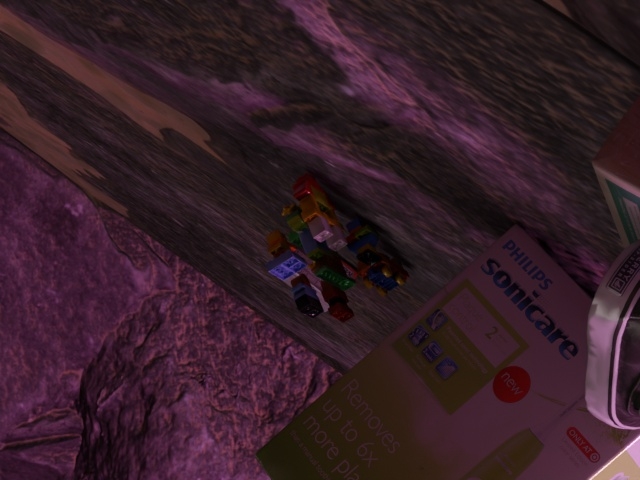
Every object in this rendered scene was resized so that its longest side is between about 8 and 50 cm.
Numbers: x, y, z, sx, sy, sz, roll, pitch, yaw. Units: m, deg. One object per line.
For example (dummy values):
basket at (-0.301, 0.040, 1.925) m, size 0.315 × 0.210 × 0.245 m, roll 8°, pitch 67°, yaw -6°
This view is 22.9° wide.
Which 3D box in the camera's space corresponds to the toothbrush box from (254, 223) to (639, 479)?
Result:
toothbrush box at (0.126, 0.164, 1.240) m, size 0.206 × 0.283 × 0.122 m, roll 50°, pitch -179°, yaw 35°

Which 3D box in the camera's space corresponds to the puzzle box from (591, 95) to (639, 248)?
puzzle box at (0.318, 0.080, 0.930) m, size 0.272 × 0.052 × 0.409 m, roll 33°, pitch 171°, yaw 29°

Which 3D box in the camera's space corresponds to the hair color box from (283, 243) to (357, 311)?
hair color box at (-0.008, 0.042, 2.062) m, size 0.093 × 0.053 × 0.167 m, roll 37°, pitch 173°, yaw 0°

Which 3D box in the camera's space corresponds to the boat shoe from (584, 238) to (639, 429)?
boat shoe at (0.201, 0.074, 0.925) m, size 0.070 × 0.078 × 0.219 m, roll 34°, pitch 170°, yaw 24°

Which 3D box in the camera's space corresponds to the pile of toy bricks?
pile of toy bricks at (0.000, 0.000, 1.681) m, size 0.212 × 0.118 × 0.105 m, roll 32°, pitch -149°, yaw -55°
